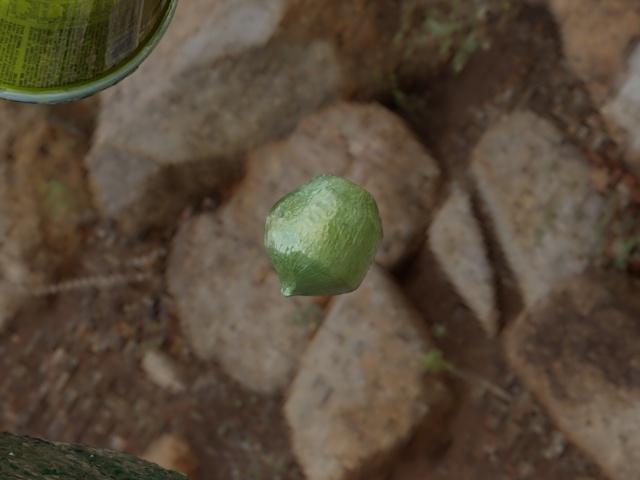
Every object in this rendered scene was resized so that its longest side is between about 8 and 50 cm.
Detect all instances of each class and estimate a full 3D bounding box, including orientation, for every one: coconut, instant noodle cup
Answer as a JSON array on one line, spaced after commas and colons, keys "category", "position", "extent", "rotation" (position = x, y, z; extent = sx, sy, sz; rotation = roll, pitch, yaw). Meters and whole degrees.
[{"category": "coconut", "position": [0.000, 0.000, 1.295], "extent": [0.096, 0.088, 0.088], "rotation": [-54, 7, -6]}, {"category": "instant noodle cup", "position": [-0.259, -0.306, 1.698], "extent": [0.311, 0.311, 0.221], "rotation": [-60, 7, -18]}]

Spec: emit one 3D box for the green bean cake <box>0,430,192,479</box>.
[{"category": "green bean cake", "position": [-0.180, 0.236, 1.199], "extent": [0.300, 0.308, 0.169], "rotation": [19, 92, 54]}]
